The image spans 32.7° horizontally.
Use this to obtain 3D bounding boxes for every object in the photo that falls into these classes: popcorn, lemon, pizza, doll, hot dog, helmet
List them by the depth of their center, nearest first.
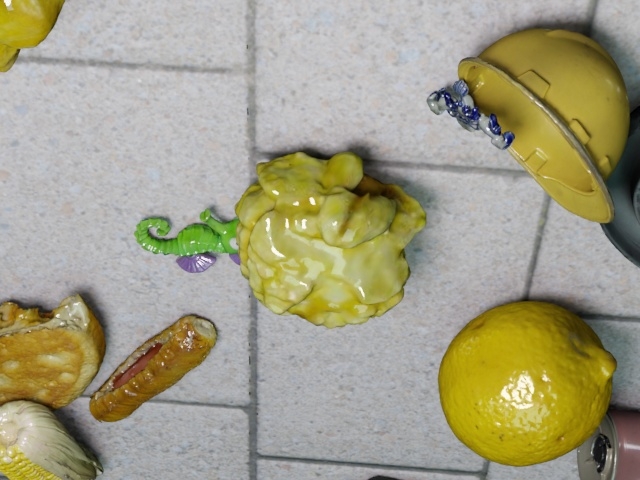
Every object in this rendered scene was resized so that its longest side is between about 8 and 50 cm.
[{"bbox_3d":[0.288,-0.158,1.267,0.140,0.205,0.257,-46,109,-5],"label":"helmet"},{"bbox_3d":[0.000,0.000,1.411,0.255,0.195,0.256,-37,100,26],"label":"popcorn"},{"bbox_3d":[-0.167,-0.003,1.522,0.190,0.050,0.115,-4,135,11],"label":"doll"},{"bbox_3d":[0.294,0.198,1.545,0.253,0.228,0.228,-35,121,22],"label":"lemon"},{"bbox_3d":[-0.420,0.184,1.684,0.258,0.087,0.268,-9,141,17],"label":"pizza"},{"bbox_3d":[-0.267,0.210,1.713,0.083,0.068,0.289,29,127,-29],"label":"hot dog"}]

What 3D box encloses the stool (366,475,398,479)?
[{"bbox_3d":[0.122,0.533,1.919,0.232,0.141,0.232,2,133,2],"label":"stool"}]

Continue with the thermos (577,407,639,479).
[{"bbox_3d":[0.554,0.358,1.727,0.265,0.146,0.176,7,126,-10],"label":"thermos"}]

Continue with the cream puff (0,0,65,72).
[{"bbox_3d":[-0.347,-0.334,1.120,0.274,0.323,0.270,-18,176,-16],"label":"cream puff"}]

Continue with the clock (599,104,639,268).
[{"bbox_3d":[0.505,-0.062,1.352,0.319,0.066,0.319,13,140,11],"label":"clock"}]

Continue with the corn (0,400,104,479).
[{"bbox_3d":[-0.449,0.349,1.776,0.123,0.122,0.305,-27,154,-7],"label":"corn"}]

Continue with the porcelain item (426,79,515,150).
[{"bbox_3d":[0.174,-0.162,1.301,0.021,0.136,0.075,-40,139,-17],"label":"porcelain item"}]
